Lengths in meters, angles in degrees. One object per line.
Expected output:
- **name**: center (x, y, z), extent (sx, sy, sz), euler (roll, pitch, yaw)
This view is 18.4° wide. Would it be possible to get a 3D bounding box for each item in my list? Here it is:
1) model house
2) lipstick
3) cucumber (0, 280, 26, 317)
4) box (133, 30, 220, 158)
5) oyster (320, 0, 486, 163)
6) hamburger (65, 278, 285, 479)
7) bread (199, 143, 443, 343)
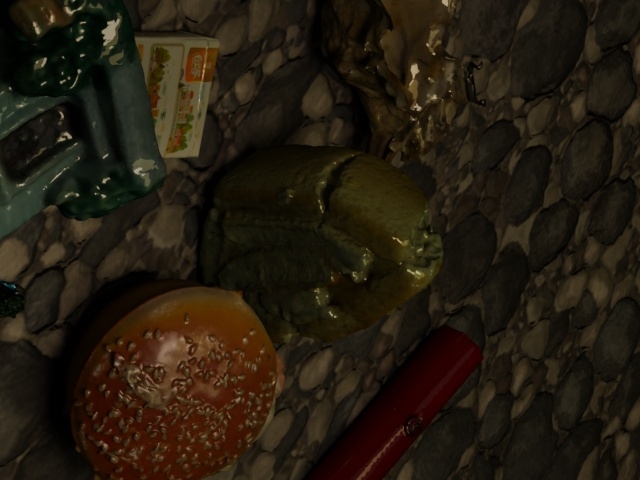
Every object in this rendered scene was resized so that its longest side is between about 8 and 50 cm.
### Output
- **model house**: center (-0.335, -0.114, 1.479), extent (0.329, 0.251, 0.295), euler (-33, 133, -30)
- **lipstick**: center (0.084, 0.216, 2.322), extent (0.280, 0.073, 0.073), euler (-48, 140, -24)
- **cucumber**: center (-0.344, 0.043, 1.703), extent (0.256, 0.043, 0.044), euler (13, 103, -55)
- **box**: center (-0.185, -0.134, 1.825), extent (0.220, 0.032, 0.122), euler (-5, 111, -50)
- **oyster**: center (0.085, -0.214, 2.046), extent (0.198, 0.133, 0.337), euler (-48, 142, -28)
- **hamburger**: center (-0.143, 0.138, 1.912), extent (0.237, 0.147, 0.237), euler (-26, 135, -30)
- **bread**: center (0.000, 0.000, 1.958), extent (0.124, 0.257, 0.186), euler (-38, 115, -46)
